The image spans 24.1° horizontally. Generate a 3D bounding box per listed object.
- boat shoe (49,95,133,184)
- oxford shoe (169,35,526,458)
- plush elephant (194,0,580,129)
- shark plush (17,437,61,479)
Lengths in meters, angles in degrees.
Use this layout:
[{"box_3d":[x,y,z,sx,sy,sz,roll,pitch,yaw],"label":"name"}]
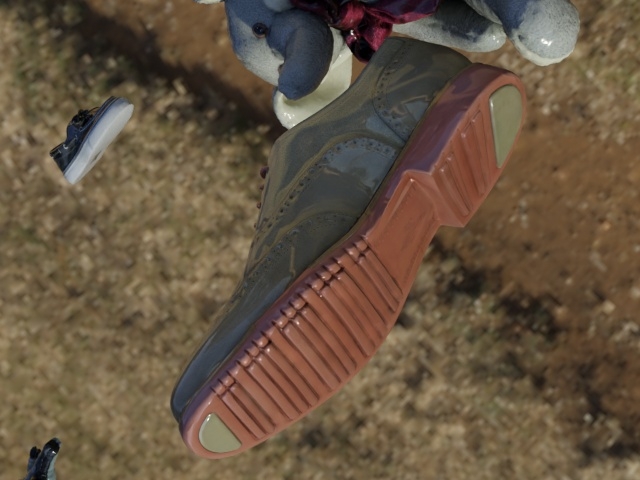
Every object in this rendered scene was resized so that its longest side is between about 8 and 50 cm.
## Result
[{"box_3d":[-0.215,-0.097,1.380,0.040,0.049,0.142,45,143,-2],"label":"boat shoe"},{"box_3d":[0.000,0.000,1.215,0.146,0.397,0.140,31,161,31],"label":"oxford shoe"},{"box_3d":[0.016,-0.226,1.345,0.272,0.255,0.330,41,-173,-27],"label":"plush elephant"},{"box_3d":[-0.236,0.197,1.196,0.073,0.067,0.161,2,147,-6],"label":"shark plush"}]
